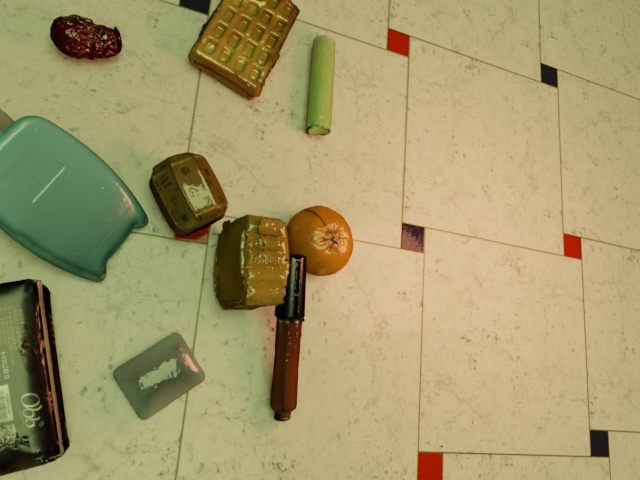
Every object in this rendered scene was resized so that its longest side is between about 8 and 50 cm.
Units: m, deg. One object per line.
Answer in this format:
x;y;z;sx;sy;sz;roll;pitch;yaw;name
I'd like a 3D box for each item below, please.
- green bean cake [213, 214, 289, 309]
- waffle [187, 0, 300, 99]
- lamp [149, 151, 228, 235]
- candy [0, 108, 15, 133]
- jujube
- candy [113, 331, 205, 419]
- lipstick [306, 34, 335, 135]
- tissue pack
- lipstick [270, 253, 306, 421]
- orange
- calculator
-0.168;0.057;1.301;0.131;0.230;0.224;6;78;-29;green bean cake
-0.212;-0.580;1.498;0.224;0.098;0.327;27;71;-14;waffle
-0.326;-0.115;1.313;0.161;0.161;0.185;-25;91;-26;lamp
-0.713;-0.167;1.165;0.195;0.137;0.185;47;65;-10;candy
-0.580;-0.495;1.318;0.166;0.104;0.104;5;76;-31;jujube
-0.373;0.315;1.238;0.174;0.071;0.138;-32;92;-25;candy
0.003;-0.455;1.573;0.076;0.076;0.304;10;74;-21;lipstick
-0.635;0.278;1.064;0.210;0.198;0.369;-7;81;-27;tissue pack
-0.081;0.243;1.334;0.077;0.077;0.418;4;92;-23;lipstick
0.000;0.000;1.422;0.193;0.161;0.193;11;67;-28;orange
-0.564;-0.089;1.165;0.386;0.054;0.256;49;62;-36;calculator
